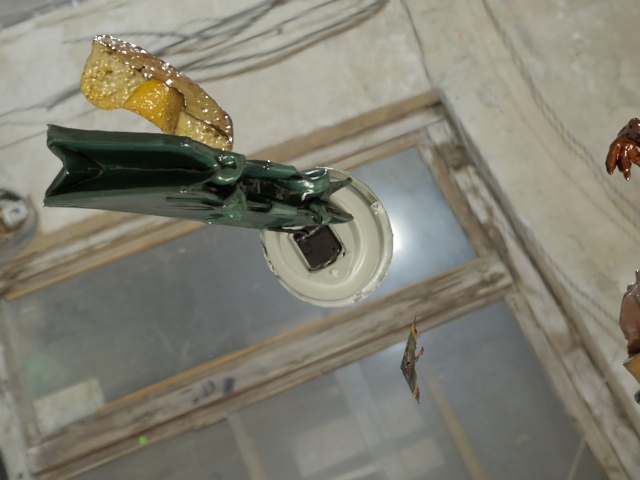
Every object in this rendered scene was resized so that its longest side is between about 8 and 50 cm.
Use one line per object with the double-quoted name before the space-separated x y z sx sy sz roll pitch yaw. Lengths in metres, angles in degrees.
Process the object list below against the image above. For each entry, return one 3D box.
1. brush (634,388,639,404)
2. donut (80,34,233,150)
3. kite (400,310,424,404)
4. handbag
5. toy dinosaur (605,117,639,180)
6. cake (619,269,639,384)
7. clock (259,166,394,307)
"brush" 0.574 0.197 1.349 0.068 0.297 0.060 116 -35 -46
"donut" -0.237 -0.212 1.420 0.259 0.101 0.152 35 20 -3
"kite" 0.116 0.154 1.162 0.090 0.004 0.122 -21 108 -63
"handbag" -0.133 -0.061 1.060 0.326 0.238 0.089 10 85 -57
"toy dinosaur" 0.394 -0.131 0.976 0.208 0.097 0.432 125 -51 -64
"cake" 0.484 0.110 1.220 0.178 0.208 0.185 63 -31 21
"clock" 0.000 0.000 1.484 0.236 0.236 0.053 68 24 -3
